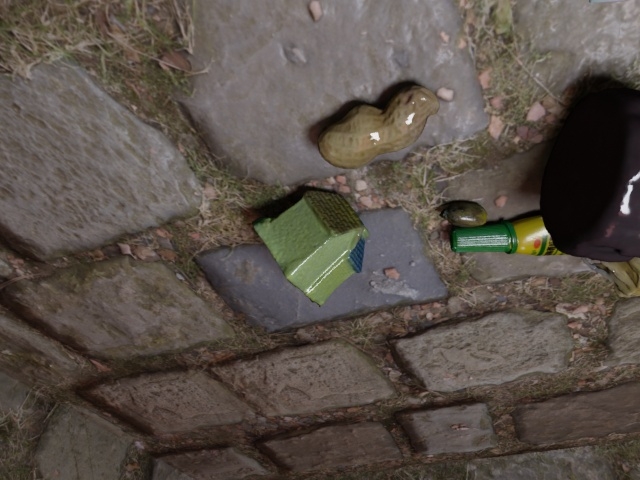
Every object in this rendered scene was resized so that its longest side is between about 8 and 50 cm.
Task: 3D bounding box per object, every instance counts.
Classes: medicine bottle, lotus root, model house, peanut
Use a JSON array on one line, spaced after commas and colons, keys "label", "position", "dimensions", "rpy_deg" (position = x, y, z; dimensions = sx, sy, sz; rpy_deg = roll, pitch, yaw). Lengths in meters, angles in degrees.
[{"label": "medicine bottle", "position": [0.435, -0.009, 1.126], "dimensions": [0.308, 0.076, 0.111], "rpy_deg": [-2, 137, 5]}, {"label": "lotus root", "position": [0.299, -0.055, 1.092], "dimensions": [0.099, 0.054, 0.049], "rpy_deg": [4, 148, -3]}, {"label": "model house", "position": [0.000, 0.000, 1.106], "dimensions": [0.189, 0.195, 0.214], "rpy_deg": [-36, 145, 5]}, {"label": "peanut", "position": [0.100, -0.195, 0.918], "dimensions": [0.227, 0.086, 0.104], "rpy_deg": [-18, 116, 20]}]

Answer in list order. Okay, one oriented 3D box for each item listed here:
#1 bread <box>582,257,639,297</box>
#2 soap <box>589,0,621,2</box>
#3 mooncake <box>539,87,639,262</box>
[{"label": "bread", "position": [0.662, -0.058, 0.961], "dimensions": [0.235, 0.183, 0.389], "rpy_deg": [-7, 144, -19]}, {"label": "soap", "position": [0.401, -0.442, 0.581], "dimensions": [0.192, 0.109, 0.324], "rpy_deg": [0, 148, 6]}, {"label": "mooncake", "position": [0.488, -0.104, 0.866], "dimensions": [0.141, 0.283, 0.283], "rpy_deg": [7, 138, -5]}]
